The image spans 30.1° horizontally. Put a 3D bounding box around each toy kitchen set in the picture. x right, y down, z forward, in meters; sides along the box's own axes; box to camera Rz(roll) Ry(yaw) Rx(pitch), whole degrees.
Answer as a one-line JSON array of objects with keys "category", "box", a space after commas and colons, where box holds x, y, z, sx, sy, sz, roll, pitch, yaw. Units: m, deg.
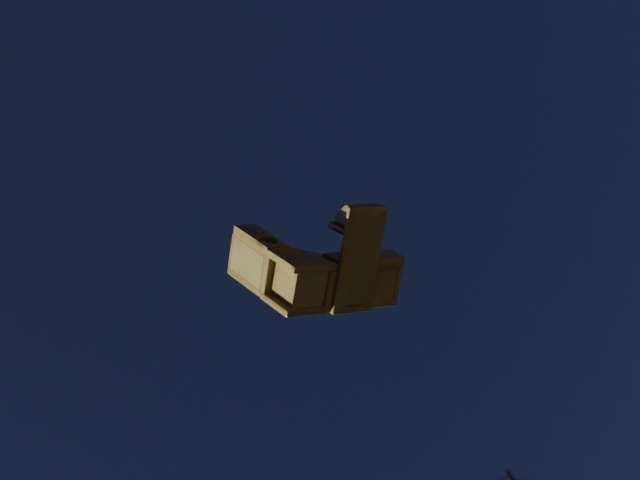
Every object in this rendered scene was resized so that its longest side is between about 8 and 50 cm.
[{"category": "toy kitchen set", "box": [0.000, 0.000, 0.740, 0.083, 0.075, 0.068, -3, -68, -35]}]
